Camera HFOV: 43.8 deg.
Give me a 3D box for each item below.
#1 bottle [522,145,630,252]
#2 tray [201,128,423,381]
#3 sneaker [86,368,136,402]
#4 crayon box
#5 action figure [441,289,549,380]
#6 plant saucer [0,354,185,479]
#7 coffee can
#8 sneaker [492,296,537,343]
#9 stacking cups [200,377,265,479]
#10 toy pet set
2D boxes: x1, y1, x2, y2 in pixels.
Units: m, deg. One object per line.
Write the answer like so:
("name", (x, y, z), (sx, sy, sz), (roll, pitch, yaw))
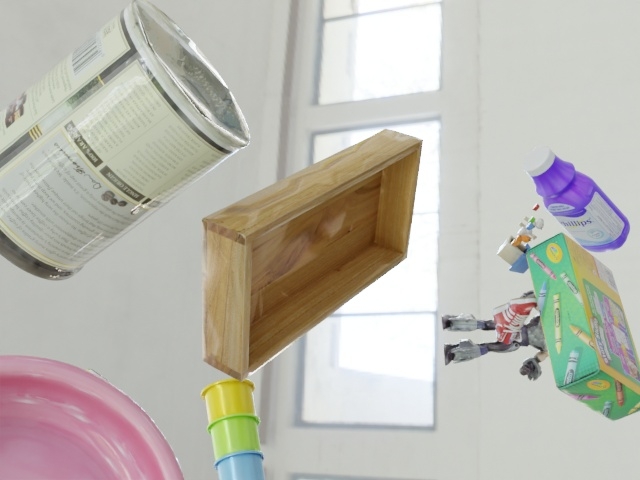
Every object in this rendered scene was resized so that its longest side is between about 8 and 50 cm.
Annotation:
("bottle", (0.535, -0.086, 1.682), (0.283, 0.118, 0.092), (40, -114, -26))
("tray", (0.000, 0.000, 1.085), (0.411, 0.076, 0.203), (-31, -46, -47))
("sneaker", (-0.233, 0.177, 0.875), (0.035, 0.083, 0.031), (-52, -17, -15))
("crayon box", (0.448, 0.142, 1.341), (0.165, 0.081, 0.279), (31, -139, -33))
("action figure", (0.398, 0.199, 1.651), (0.099, 0.284, 0.186), (13, -109, -78))
("plant saucer", (-0.280, 0.269, 0.699), (0.084, 0.332, 0.332), (-50, 21, 51))
("coffee can", (-0.249, -0.111, 0.914), (0.202, 0.275, 0.201), (51, -166, -18))
("sneaker", (0.330, 0.136, 1.342), (0.118, 0.042, 0.067), (130, 141, -66))
("stacking cups", (-0.127, 0.386, 1.278), (0.096, 0.096, 0.316), (48, -156, -57))
("toy pet set", (0.386, 0.007, 1.478), (0.114, 0.065, 0.122), (-54, -4, 31))
